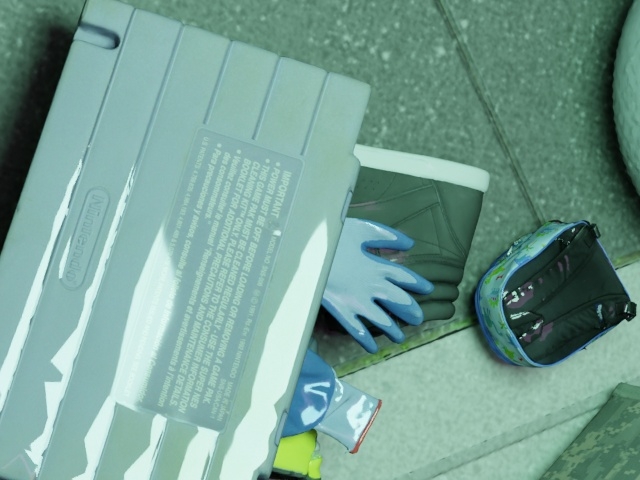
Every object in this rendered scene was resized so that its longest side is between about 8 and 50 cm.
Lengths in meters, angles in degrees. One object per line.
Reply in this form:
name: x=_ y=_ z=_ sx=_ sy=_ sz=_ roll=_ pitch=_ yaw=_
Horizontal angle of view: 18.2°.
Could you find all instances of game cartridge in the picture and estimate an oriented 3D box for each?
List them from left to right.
game cartridge: x=-0.112 y=0.022 z=1.425 sx=0.230 sy=0.068 sz=0.355 roll=19 pitch=76 yaw=-9

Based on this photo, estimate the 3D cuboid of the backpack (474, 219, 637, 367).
backpack: x=0.184 y=0.049 z=1.657 sx=0.114 sy=0.084 sz=0.105 roll=-35 pitch=105 yaw=-24

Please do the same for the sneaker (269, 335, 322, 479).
sneaker: x=-0.129 y=0.100 z=1.521 sx=0.300 sy=0.111 sz=0.121 roll=18 pitch=73 yaw=-28

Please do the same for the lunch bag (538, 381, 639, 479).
lunch bag: x=0.293 y=0.307 z=1.676 sx=0.235 sy=0.169 sz=0.287 roll=-45 pitch=116 yaw=-22

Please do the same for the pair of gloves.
pair of gloves: x=-0.005 y=0.068 z=1.504 sx=0.159 sy=0.023 sz=0.198 roll=30 pitch=81 yaw=-22

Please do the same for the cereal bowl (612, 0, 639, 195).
cereal bowl: x=0.388 y=-0.124 z=1.710 sx=0.339 sy=0.141 sz=0.339 roll=-1 pitch=92 yaw=-24

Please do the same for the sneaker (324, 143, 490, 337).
sneaker: x=0.000 y=0.000 z=1.560 sx=0.295 sy=0.104 sz=0.147 roll=7 pitch=84 yaw=-29
